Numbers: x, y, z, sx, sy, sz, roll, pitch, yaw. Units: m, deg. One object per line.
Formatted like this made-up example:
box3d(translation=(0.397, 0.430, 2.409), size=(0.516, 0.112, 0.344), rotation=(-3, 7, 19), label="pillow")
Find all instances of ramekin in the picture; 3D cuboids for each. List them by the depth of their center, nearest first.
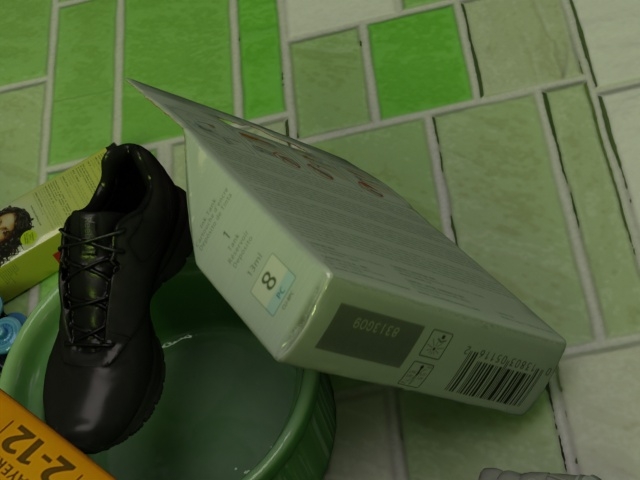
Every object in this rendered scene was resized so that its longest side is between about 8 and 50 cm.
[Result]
box3d(translation=(-0.130, 0.153, 1.098), size=(0.303, 0.148, 0.303), rotation=(-8, 54, 11), label="ramekin")

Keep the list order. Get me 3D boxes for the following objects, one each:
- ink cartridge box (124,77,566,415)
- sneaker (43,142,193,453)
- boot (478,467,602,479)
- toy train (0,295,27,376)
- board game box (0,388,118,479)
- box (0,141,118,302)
box3d(translation=(0.000, 0.000, 1.085), size=(0.385, 0.308, 0.091), rotation=(43, 109, 46), label="ink cartridge box")
box3d(translation=(-0.189, 0.042, 1.018), size=(0.109, 0.130, 0.286), rotation=(-2, 57, 13), label="sneaker")
box3d(translation=(0.155, 0.304, 0.954), size=(0.123, 0.095, 0.258), rotation=(2, 49, 25), label="boot")
box3d(translation=(-0.336, 0.132, 1.222), size=(0.105, 0.080, 0.184), rotation=(-44, 55, -7), label="toy train")
box3d(translation=(-0.238, 0.325, 0.695), size=(0.356, 0.356, 0.356), rotation=(28, 58, 32), label="board game box")
box3d(translation=(-0.306, -0.013, 1.324), size=(0.232, 0.058, 0.087), rotation=(-32, 53, -7), label="box")
